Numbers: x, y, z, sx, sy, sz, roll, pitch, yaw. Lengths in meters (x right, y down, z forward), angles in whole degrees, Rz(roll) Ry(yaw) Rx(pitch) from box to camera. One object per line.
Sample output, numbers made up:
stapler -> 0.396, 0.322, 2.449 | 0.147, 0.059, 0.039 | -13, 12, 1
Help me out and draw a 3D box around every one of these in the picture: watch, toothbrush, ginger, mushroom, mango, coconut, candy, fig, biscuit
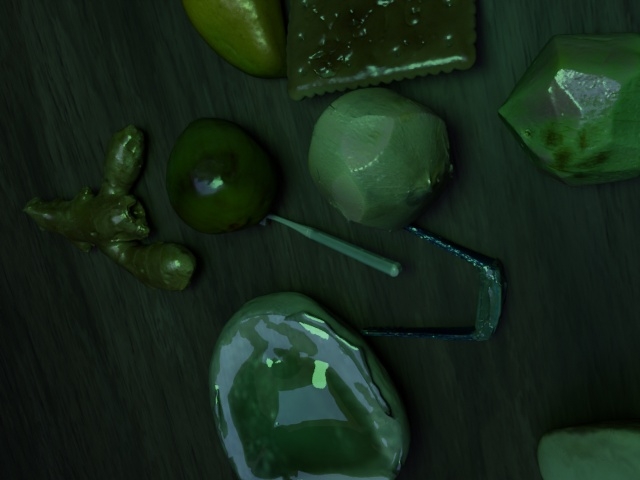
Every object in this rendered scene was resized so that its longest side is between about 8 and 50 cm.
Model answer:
watch -> 0.193, 0.052, 1.030 | 0.275, 0.068, 0.276 | 0, 104, 27
toothbrush -> 0.000, -0.002, 1.069 | 0.342, 0.025, 0.030 | 21, 117, 29
ginger -> -0.455, -0.022, 1.246 | 0.348, 0.122, 0.363 | -23, 100, 27
mushroom -> 0.565, 0.363, 0.886 | 0.397, 0.314, 0.224 | -10, 89, 62
mango -> -0.155, -0.428, 1.015 | 0.177, 0.119, 0.316 | -27, 101, 23
coconut -> 0.378, -0.191, 0.814 | 0.236, 0.236, 0.204 | -1, 68, 22
candy -> -0.038, 0.306, 1.112 | 0.386, 0.186, 0.426 | -21, 93, 16
fig -> -0.187, -0.129, 1.052 | 0.207, 0.207, 0.229 | -10, 91, 23
biscuit -> 0.090, -0.354, 0.930 | 0.325, 0.044, 0.217 | -3, 79, 22
coconut -> 0.102, -0.124, 0.912 | 0.230, 0.227, 0.227 | 51, 121, 42
